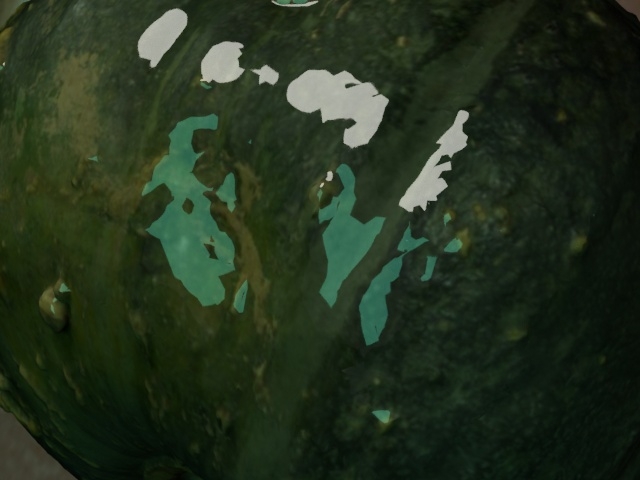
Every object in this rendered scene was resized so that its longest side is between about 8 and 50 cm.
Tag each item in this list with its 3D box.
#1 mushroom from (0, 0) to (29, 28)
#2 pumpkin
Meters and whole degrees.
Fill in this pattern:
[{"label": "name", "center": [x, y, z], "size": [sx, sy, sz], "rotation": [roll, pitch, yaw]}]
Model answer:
[{"label": "mushroom", "center": [-0.172, -0.156, 0.828], "size": [0.207, 0.215, 0.207], "rotation": [0, 90, 43]}, {"label": "pumpkin", "center": [0.000, 0.000, 0.695], "size": [0.327, 0.291, 0.257], "rotation": [22, 70, 18]}]
